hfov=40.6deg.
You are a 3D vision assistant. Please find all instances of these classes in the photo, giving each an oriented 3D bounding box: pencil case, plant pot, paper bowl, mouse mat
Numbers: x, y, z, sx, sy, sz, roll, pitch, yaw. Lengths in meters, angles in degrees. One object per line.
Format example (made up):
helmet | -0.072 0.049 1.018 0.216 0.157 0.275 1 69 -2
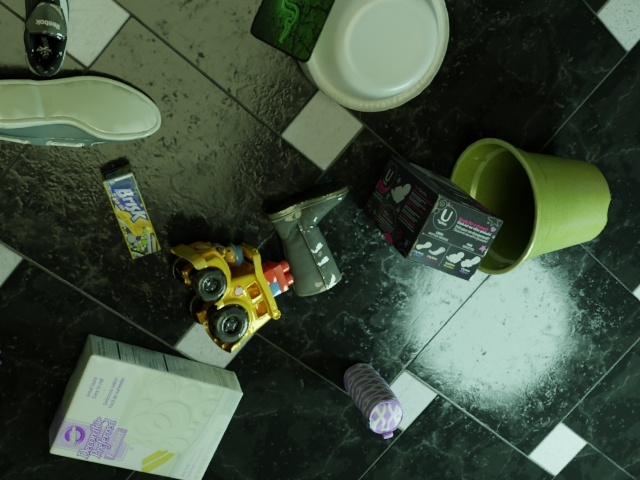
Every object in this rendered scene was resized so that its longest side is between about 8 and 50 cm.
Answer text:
pencil case | 0.115 0.344 1.887 0.086 0.206 0.088 -15 112 -9
plant pot | 0.448 -0.077 1.797 0.254 0.276 0.276 -5 115 -28
paper bowl | 0.101 -0.377 1.596 0.284 0.148 0.284 -7 116 -15
mouse mat | -0.040 -0.427 1.536 0.007 0.153 0.189 4 115 -56

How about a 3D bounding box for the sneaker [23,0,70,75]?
sneaker | -0.451 -0.378 1.434 0.078 0.106 0.234 1 113 -19

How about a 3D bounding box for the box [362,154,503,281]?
box | 0.218 -0.050 1.719 0.163 0.247 0.142 19 107 -25

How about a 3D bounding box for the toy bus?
toy bus | -0.165 0.078 1.719 0.211 0.149 0.220 -30 117 -19

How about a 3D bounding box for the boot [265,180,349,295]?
boot | 0.001 -0.001 1.768 0.190 0.076 0.208 -21 112 8

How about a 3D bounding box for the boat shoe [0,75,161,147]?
boat shoe | -0.446 -0.220 1.529 0.320 0.099 0.116 -1 73 -29

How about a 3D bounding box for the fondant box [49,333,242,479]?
fondant box | -0.361 0.353 1.794 0.330 0.096 0.238 19 106 -23

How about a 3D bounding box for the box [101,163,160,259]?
box | -0.358 -0.055 1.637 0.059 0.054 0.168 -20 118 -9
